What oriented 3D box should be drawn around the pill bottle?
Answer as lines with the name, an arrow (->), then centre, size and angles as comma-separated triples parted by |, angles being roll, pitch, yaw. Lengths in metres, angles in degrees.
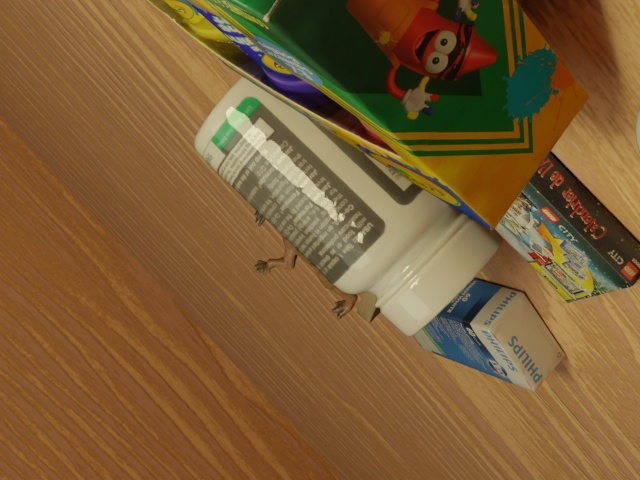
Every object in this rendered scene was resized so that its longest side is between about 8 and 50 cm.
pill bottle -> 0.037, -0.065, 1.489 | 0.361, 0.204, 0.204 | 44, 163, 2

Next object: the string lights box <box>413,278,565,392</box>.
string lights box -> 0.213, 0.119, 1.736 | 0.133, 0.077, 0.259 | 53, 161, -28

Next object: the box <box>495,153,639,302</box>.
box -> 0.245, -0.033, 1.358 | 0.233, 0.044, 0.159 | 45, 163, -4

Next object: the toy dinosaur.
toy dinosaur -> 0.000, 0.000, 1.881 | 0.295, 0.127, 0.200 | 32, 153, 17

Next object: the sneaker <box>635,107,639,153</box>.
sneaker -> 0.371, -0.092, 0.866 | 0.323, 0.130, 0.236 | -119, 32, -44

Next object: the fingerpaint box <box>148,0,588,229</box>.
fingerpaint box -> -0.032, -0.231, 1.088 | 0.445, 0.163, 0.371 | 36, 180, 40

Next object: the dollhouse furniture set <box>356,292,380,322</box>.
dollhouse furniture set -> 0.075, 0.010, 1.668 | 0.123, 0.151, 0.144 | 41, 161, 11
